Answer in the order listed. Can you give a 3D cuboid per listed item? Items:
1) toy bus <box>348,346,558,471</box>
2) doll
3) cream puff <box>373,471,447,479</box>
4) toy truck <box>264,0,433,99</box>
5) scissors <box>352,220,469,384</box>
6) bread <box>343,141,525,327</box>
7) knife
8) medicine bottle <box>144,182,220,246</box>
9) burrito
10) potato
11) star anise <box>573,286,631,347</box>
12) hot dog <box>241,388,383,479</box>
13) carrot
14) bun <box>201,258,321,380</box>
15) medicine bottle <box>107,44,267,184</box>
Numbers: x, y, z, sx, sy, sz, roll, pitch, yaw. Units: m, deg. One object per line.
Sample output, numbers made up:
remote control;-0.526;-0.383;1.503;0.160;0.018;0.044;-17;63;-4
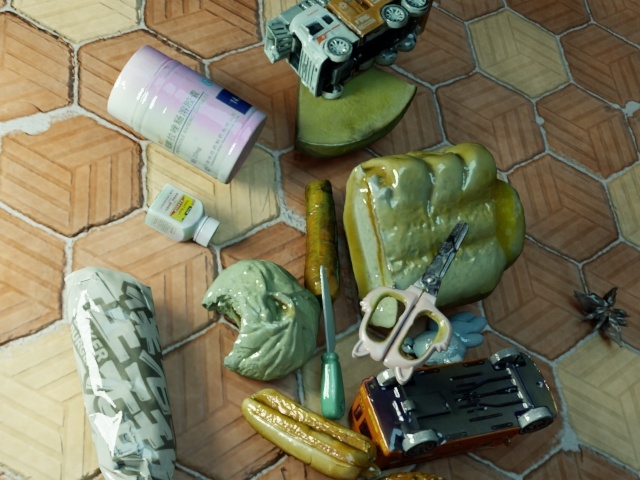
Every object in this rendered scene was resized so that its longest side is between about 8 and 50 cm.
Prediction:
toy bus;0.222;0.285;1.507;0.329;0.153;0.143;-7;55;-24
doll;0.235;0.185;1.637;0.120;0.075;0.180;15;21;34
cream puff;0.145;0.482;1.319;0.303;0.212;0.303;11;51;-14
toy truck;0.046;-0.412;1.752;0.338;0.133;0.184;-35;70;-23
scissors;0.168;0.085;1.489;0.160;0.024;0.317;28;63;11
bread;0.201;-0.025;1.655;0.341;0.210;0.300;-17;100;-24
knife;0.018;0.171;1.527;0.035;0.063;0.260;-7;74;19
medicine bottle;-0.239;-0.038;1.589;0.118;0.055;0.074;30;52;-2
burrito;-0.290;0.237;1.369;0.139;0.101;0.445;1;56;-34
potato;0.016;-0.249;1.791;0.269;0.112;0.255;26;57;11
star anise;0.566;0.153;1.784;0.124;0.056;0.129;-3;61;-24
hot dog;-0.016;0.313;1.411;0.249;0.076;0.102;23;19;23
carrot;0.000;0.000;1.651;0.070;0.070;0.260;9;55;-16
bun;-0.094;0.123;1.502;0.212;0.126;0.204;41;52;7
medicine bottle;-0.241;-0.229;1.647;0.254;0.152;0.152;30;54;-2
